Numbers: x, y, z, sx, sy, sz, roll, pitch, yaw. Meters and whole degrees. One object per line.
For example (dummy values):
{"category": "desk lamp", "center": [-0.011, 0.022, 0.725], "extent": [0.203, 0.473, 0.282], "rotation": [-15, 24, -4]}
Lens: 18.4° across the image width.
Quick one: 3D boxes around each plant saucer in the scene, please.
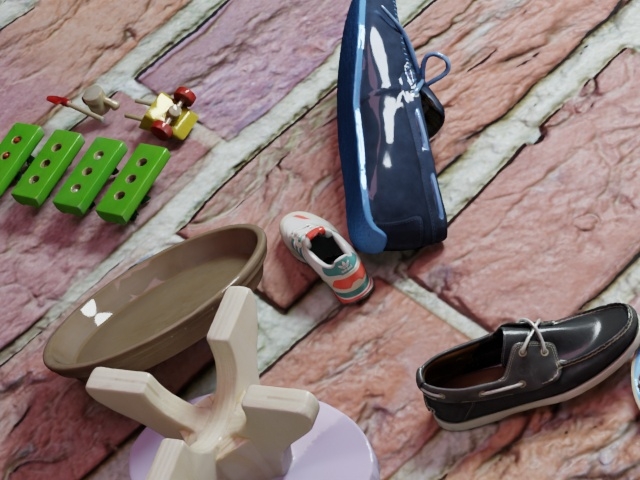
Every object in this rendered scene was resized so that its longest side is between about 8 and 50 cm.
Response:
{"category": "plant saucer", "center": [-0.173, 0.072, 2.142], "extent": [0.278, 0.041, 0.278], "rotation": [-27, 17, 9]}

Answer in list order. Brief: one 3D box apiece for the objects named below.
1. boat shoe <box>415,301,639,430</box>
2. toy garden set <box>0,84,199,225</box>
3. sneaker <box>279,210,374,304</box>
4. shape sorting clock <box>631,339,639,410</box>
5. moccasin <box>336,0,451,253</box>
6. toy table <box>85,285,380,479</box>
{"category": "boat shoe", "center": [0.209, 0.116, 1.963], "extent": [0.233, 0.079, 0.084], "rotation": [-22, 40, 10]}
{"category": "toy garden set", "center": [-0.277, -0.110, 2.429], "extent": [0.244, 0.049, 0.204], "rotation": [12, 57, 33]}
{"category": "sneaker", "center": [0.000, 0.000, 2.176], "extent": [0.057, 0.075, 0.161], "rotation": [-34, 45, -8]}
{"category": "shape sorting clock", "center": [0.402, 0.121, 1.907], "extent": [0.206, 0.040, 0.206], "rotation": [-13, 46, 14]}
{"category": "moccasin", "center": [0.084, -0.132, 2.240], "extent": [0.116, 0.138, 0.342], "rotation": [3, 65, -10]}
{"category": "toy table", "center": [-0.092, 0.191, 1.975], "extent": [0.274, 0.161, 0.252], "rotation": [-6, 50, 20]}
